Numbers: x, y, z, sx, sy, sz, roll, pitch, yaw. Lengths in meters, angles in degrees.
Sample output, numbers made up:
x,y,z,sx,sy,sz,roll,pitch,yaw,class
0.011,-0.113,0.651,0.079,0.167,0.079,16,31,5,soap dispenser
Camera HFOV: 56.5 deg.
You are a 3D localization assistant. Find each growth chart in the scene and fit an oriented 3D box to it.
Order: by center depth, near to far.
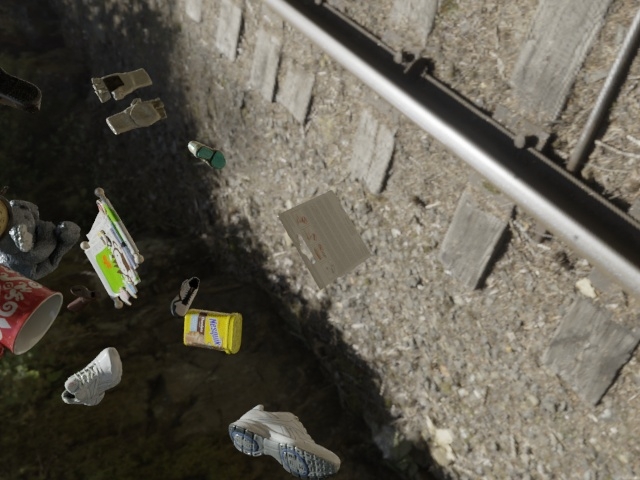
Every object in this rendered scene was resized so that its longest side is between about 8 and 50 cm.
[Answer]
x,y,z,sx,sy,sz,roll,pitch,yaw,class
-0.381,0.028,1.094,0.172,0.021,0.237,56,142,7,growth chart

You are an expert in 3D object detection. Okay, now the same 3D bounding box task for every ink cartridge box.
x,y,z,sx,sy,sz,roll,pitch,yaw,class
0.000,0.000,1.290,0.056,0.224,0.181,-31,89,39,ink cartridge box

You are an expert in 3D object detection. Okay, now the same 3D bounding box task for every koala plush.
x,y,z,sx,sy,sz,roll,pitch,yaw,class
-0.752,-0.009,1.479,0.196,0.203,0.221,24,165,5,koala plush

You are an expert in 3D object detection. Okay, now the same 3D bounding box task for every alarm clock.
x,y,z,sx,sy,sz,roll,pitch,yaw,class
-0.750,-0.028,1.304,0.064,0.129,0.192,14,99,24,alarm clock

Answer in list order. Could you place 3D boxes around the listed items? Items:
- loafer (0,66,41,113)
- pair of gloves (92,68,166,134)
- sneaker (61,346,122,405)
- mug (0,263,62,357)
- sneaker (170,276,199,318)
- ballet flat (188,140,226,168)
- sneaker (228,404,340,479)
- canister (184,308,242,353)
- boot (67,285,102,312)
x,y,z,sx,sy,sz,roll,pitch,yaw,class
-0.759,-0.357,1.408,0.220,0.080,0.078,30,151,5,loafer
-0.664,-0.492,2.080,0.240,0.204,0.042,63,156,15,pair of gloves
-0.623,0.378,1.612,0.232,0.115,0.090,-52,59,25,sneaker
-0.519,0.099,0.921,0.169,0.150,0.113,31,139,0,mug
-0.305,0.127,1.348,0.044,0.040,0.109,-35,33,44,sneaker
-0.338,-0.260,1.781,0.052,0.168,0.057,34,90,20,ballet flat
-0.079,0.487,1.476,0.297,0.129,0.111,18,125,23,sneaker
-0.343,0.286,1.897,0.170,0.073,0.126,5,96,15,canister
-0.737,0.180,1.801,0.114,0.106,0.037,-29,57,25,boot
